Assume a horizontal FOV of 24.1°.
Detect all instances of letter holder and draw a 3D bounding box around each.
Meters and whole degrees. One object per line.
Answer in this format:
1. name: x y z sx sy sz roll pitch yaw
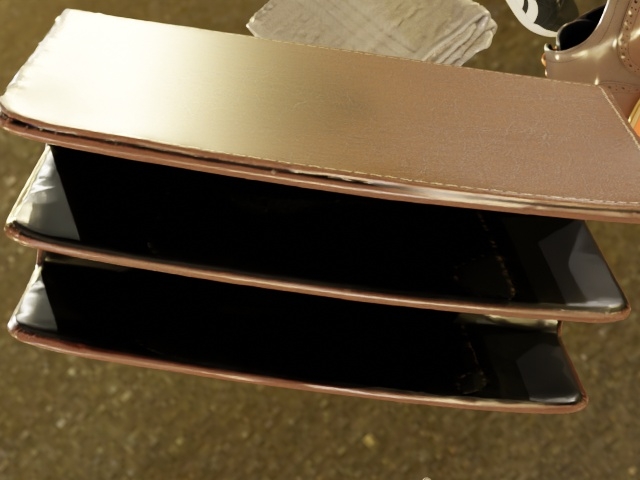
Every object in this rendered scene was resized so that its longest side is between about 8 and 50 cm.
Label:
1. letter holder: 0.000 0.000 0.738 0.302 0.152 0.214 8 19 -4

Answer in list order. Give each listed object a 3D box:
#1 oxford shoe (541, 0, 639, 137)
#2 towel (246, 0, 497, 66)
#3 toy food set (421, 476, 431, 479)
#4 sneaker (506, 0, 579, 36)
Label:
1. oxford shoe: 0.197 -0.107 1.048 0.097 0.098 0.271 -51 -6 -37
2. towel: 0.053 -0.233 1.644 0.187 0.049 0.282 -41 45 -2
3. toy food set: 0.167 0.346 1.128 0.092 0.220 0.306 -25 44 -21
4. sneaker: 0.289 -0.333 1.881 0.121 0.217 0.079 -7 57 45
